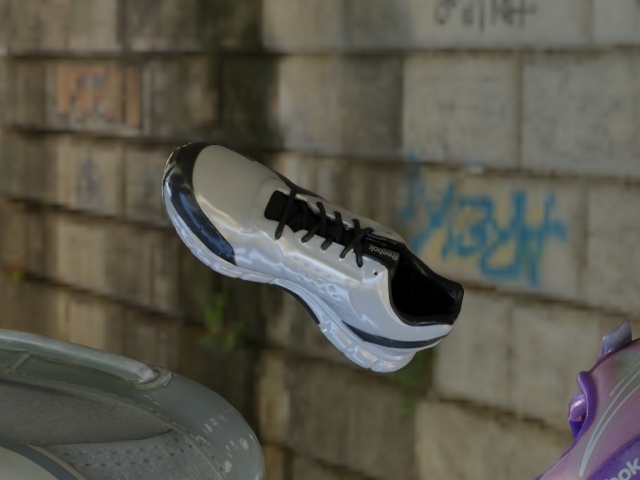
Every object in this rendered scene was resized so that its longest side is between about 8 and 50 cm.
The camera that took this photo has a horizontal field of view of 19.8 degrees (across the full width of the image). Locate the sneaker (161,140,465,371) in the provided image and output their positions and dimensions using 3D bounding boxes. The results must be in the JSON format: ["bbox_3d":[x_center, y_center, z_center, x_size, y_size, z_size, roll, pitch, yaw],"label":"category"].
[{"bbox_3d":[0.000,0.000,0.572,0.109,0.040,0.044,33,147,-23],"label":"sneaker"}]

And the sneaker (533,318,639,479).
[{"bbox_3d":[0.146,0.051,0.661,0.104,0.095,0.236,-1,-144,42],"label":"sneaker"}]

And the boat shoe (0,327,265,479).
[{"bbox_3d":[-0.108,0.055,0.385,0.227,0.079,0.081,0,-158,37],"label":"boat shoe"}]
